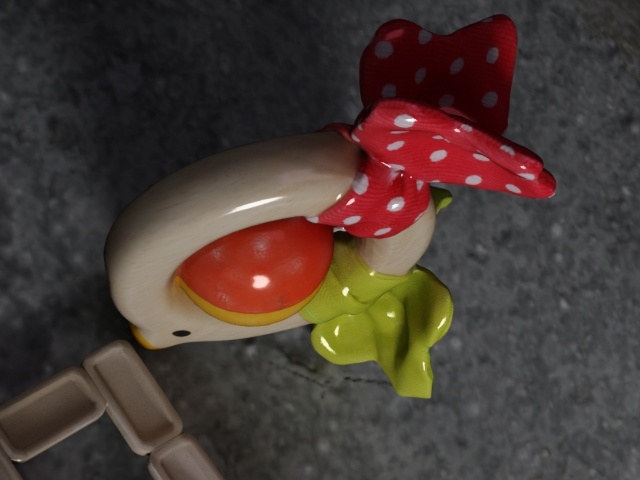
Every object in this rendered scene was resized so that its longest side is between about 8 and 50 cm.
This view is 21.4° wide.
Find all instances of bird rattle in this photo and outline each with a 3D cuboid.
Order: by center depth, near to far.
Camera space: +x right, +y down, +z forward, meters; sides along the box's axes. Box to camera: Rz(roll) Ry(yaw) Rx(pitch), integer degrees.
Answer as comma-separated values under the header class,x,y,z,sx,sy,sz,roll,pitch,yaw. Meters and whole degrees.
class,x,y,z,sx,sy,sz,roll,pitch,yaw
bird rattle,0.000,0.000,0.819,0.207,0.253,0.143,-13,74,-12

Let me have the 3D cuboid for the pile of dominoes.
class,x,y,z,sx,sy,sz,roll,pitch,yaw
pile of dominoes,-0.104,0.194,0.791,0.196,0.040,0.251,-28,77,-35
